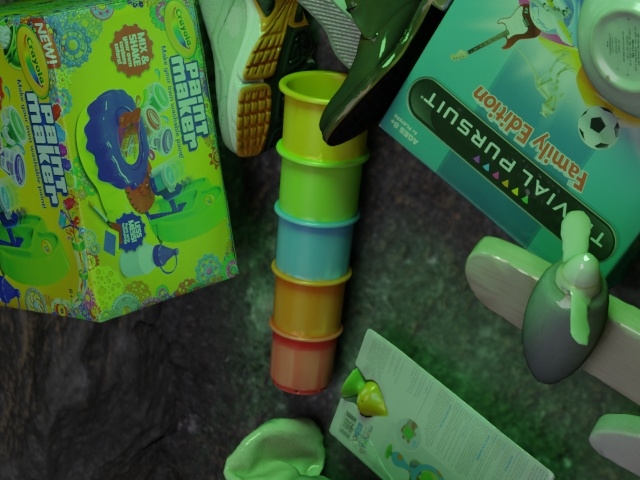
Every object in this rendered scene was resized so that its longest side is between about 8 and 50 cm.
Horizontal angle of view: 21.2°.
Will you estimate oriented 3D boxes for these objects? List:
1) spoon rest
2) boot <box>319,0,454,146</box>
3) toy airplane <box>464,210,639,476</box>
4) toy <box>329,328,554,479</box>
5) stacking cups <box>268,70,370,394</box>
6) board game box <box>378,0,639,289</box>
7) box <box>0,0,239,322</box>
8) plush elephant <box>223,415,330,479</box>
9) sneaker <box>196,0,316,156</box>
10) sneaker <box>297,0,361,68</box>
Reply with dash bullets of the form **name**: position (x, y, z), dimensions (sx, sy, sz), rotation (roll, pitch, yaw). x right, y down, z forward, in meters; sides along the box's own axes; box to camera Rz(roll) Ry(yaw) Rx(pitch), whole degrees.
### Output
- **spoon rest**: position (0.262, -0.220, 1.328), dimensions (0.137, 0.084, 0.276), rotation (19, 128, 34)
- **boot**: position (0.050, -0.193, 1.538), dimensions (0.106, 0.082, 0.219), rotation (41, 93, 19)
- **toy airplane**: position (0.337, 0.131, 1.350), dimensions (0.386, 0.272, 0.384), rotation (-14, 106, 28)
- **toy**: position (0.122, 0.198, 1.650), dimensions (0.237, 0.056, 0.137), rotation (36, 125, 25)
- **stacking cups**: position (0.000, 0.000, 1.651), dimensions (0.096, 0.096, 0.316), rotation (15, 114, 29)
- **board game box**: position (0.235, -0.154, 1.454), dimensions (0.254, 0.079, 0.336), rotation (41, 122, 17)
- **box**: position (-0.251, -0.091, 1.693), dimensions (0.279, 0.177, 0.289), rotation (4, 108, 48)
- **plush elephant**: position (-0.003, 0.325, 1.670), dimensions (0.330, 0.255, 0.271), rotation (5, 116, 24)
- **sneaker**: position (-0.074, -0.214, 1.643), dimensions (0.121, 0.099, 0.262), rotation (22, 114, 42)
- **sneaker**: position (0.028, -0.219, 1.594), dimensions (0.051, 0.070, 0.134), rotation (-18, 124, 40)
